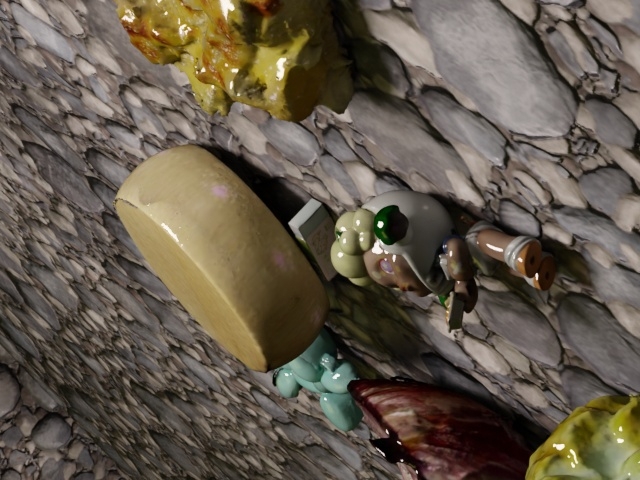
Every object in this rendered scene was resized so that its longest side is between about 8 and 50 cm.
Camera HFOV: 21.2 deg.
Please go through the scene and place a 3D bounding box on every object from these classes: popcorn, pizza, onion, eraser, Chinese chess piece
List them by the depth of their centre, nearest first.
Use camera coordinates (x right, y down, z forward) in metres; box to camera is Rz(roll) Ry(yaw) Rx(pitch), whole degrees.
[{"bbox_3d":[-0.087,-0.176,1.359,0.323,0.089,0.223,14,145,54],"label":"pizza"},{"bbox_3d":[0.254,0.239,1.409,0.184,0.221,0.204,-2,147,31],"label":"popcorn"},{"bbox_3d":[0.000,0.000,1.644,0.019,0.038,0.083,31,158,42],"label":"eraser"},{"bbox_3d":[-0.098,0.017,1.721,0.251,0.097,0.251,46,167,14],"label":"Chinese chess piece"},{"bbox_3d":[0.145,0.233,1.759,0.314,0.146,0.280,57,180,-39],"label":"onion"}]

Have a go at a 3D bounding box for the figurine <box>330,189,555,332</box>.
[{"bbox_3d":[0.095,0.015,1.412,0.197,0.093,0.147,22,164,42],"label":"figurine"}]

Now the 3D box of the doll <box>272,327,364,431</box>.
[{"bbox_3d":[-0.003,0.149,1.947,0.159,0.059,0.158,27,157,39],"label":"doll"}]
